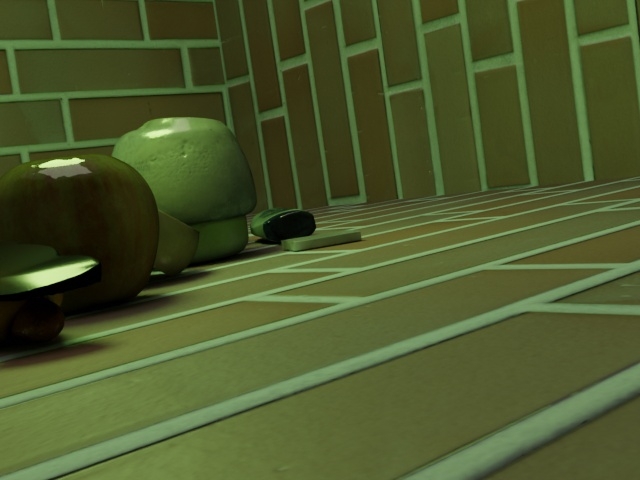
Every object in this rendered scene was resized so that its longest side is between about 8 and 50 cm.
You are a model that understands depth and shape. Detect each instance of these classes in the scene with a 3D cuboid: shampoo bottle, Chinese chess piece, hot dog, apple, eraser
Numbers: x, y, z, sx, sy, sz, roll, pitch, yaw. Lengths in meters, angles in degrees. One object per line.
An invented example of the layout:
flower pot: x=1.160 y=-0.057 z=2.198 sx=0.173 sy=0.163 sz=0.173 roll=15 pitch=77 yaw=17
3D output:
shampoo bottle: x=-0.106 y=-0.038 z=2.203 sx=0.134 sy=0.078 sz=0.359 roll=-12 pitch=5 yaw=-11
Chinese chess piece: x=-0.354 y=-0.030 z=1.608 sx=0.273 sy=0.102 sz=0.273 roll=29 pitch=-4 yaw=2
shampoo bottle: x=-0.306 y=-0.107 z=1.901 sx=0.323 sy=0.317 sz=0.322 roll=-11 pitch=4 yaw=1
hot dog: x=-0.413 y=0.084 z=1.067 sx=0.194 sy=0.107 sz=0.326 roll=-24 pitch=23 yaw=-39
apple: x=-0.371 y=-0.011 z=1.325 sx=0.257 sy=0.233 sz=0.257 roll=-11 pitch=4 yaw=1
eraser: x=0.000 y=0.000 z=1.862 sx=0.151 sy=0.023 sz=0.104 roll=-9 pitch=5 yaw=-18
